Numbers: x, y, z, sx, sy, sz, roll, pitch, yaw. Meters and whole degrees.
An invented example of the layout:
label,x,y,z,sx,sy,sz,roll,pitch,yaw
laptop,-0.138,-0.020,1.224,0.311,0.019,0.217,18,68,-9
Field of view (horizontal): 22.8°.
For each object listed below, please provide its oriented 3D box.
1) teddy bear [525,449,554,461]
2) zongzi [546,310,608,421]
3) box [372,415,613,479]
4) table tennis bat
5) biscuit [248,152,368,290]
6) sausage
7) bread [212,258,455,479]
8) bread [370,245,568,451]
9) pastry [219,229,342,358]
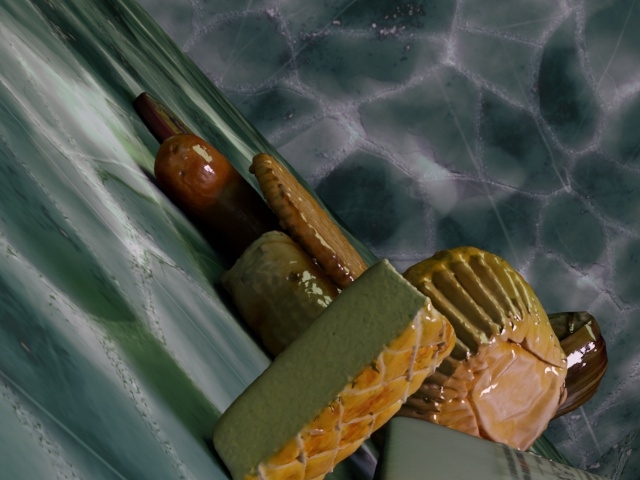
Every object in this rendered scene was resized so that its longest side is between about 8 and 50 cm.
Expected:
label,x,y,z,sx,sy,sz,roll,pitch,yaw
teddy bear,0.257,0.358,1.800,0.251,0.144,0.171,38,-24,-7
zongzi,0.198,0.191,1.768,0.288,0.286,0.134,-100,173,-71
box,0.230,0.272,1.332,0.396,0.111,0.396,17,5,3
table tennis bat,-0.144,-0.084,2.147,0.310,0.038,0.200,47,5,12
biscuit,0.000,0.000,1.857,0.254,0.035,0.254,51,5,-7
sausage,-0.081,-0.008,1.845,0.302,0.076,0.103,48,1,-14
bread,0.014,0.108,1.170,0.068,0.188,0.125,46,2,22
bread,0.136,0.124,1.594,0.139,0.240,0.240,36,-5,43
pastry,-0.015,0.080,1.669,0.192,0.093,0.182,50,3,7
